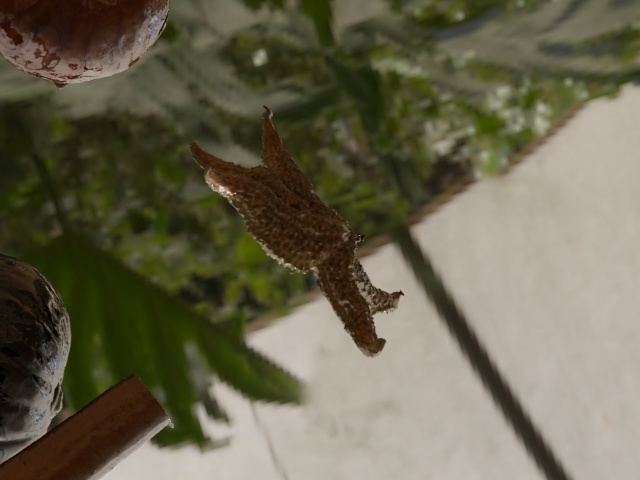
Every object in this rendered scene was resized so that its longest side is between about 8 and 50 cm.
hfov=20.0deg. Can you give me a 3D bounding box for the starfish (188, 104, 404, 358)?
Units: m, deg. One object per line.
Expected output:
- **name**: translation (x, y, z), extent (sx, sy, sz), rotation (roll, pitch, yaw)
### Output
- **starfish**: translation (-0.015, -0.021, 1.932), extent (0.084, 0.293, 0.301), rotation (-42, -178, 17)

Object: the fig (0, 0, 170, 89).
- **fig**: translation (-0.156, -0.160, 1.176), extent (0.128, 0.128, 0.150), rotation (-17, 180, 6)

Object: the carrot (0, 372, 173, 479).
- **carrot**: translation (-0.229, 0.199, 1.514), extent (0.225, 0.067, 0.067), rotation (-36, -175, -15)

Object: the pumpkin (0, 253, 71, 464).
- **pumpkin**: translation (-0.372, 0.123, 1.797), extent (0.248, 0.248, 0.248), rotation (-17, 180, 0)
